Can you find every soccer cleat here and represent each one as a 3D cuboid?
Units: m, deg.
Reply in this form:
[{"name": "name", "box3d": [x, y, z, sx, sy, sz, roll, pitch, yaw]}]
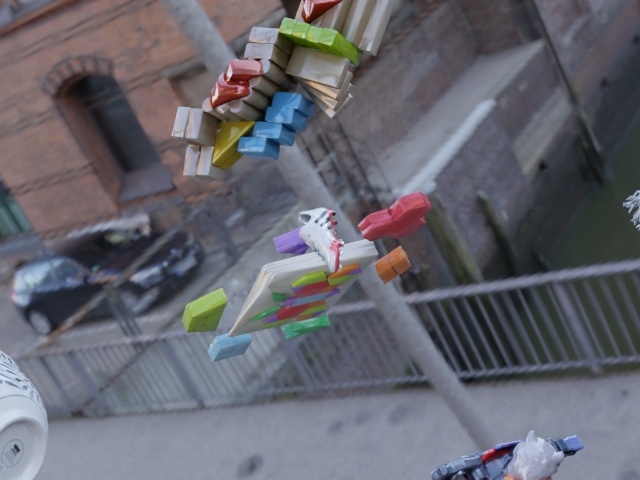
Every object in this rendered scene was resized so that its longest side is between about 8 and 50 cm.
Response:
[{"name": "soccer cleat", "box3d": [0.000, 0.000, 0.961, 0.036, 0.029, 0.083, -1, 39, -8]}]

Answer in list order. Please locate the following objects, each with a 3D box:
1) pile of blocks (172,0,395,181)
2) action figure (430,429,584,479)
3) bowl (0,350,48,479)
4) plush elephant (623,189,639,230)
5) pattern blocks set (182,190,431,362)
[{"name": "pile of blocks", "box3d": [-0.057, -0.208, 1.422, 0.362, 0.149, 0.113, -48, -27, 10]}, {"name": "action figure", "box3d": [0.342, 0.454, 1.865, 0.341, 0.330, 0.178, -10, 41, -30]}, {"name": "bowl", "box3d": [-0.302, 0.184, 0.993, 0.080, 0.170, 0.170, 10, 38, 32]}, {"name": "plush elephant", "box3d": [0.595, -0.064, 1.498, 0.330, 0.272, 0.255, -48, 44, 24]}, {"name": "pattern blocks set", "box3d": [-0.019, 0.057, 1.259, 0.285, 0.026, 0.325, -17, -21, -15]}]
